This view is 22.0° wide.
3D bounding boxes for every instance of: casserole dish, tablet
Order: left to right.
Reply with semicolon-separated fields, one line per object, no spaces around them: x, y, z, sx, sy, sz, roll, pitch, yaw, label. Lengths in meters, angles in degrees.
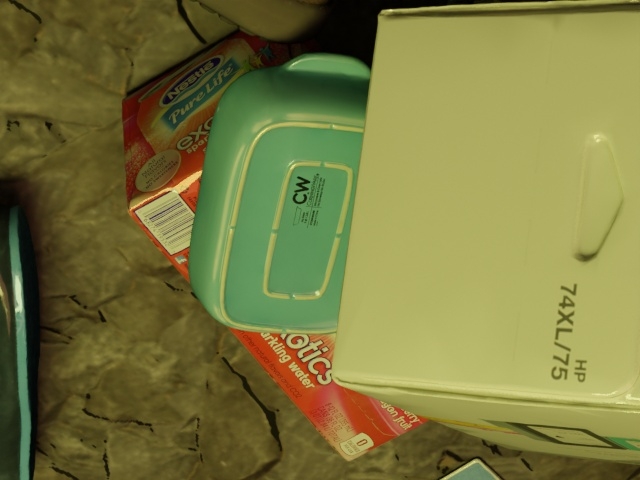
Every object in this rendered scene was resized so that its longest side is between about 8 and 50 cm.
-0.010;-0.014;0.907;0.114;0.037;0.188;4;125;-13;casserole dish
0.102;0.201;1.273;0.083;0.006;0.054;-34;125;18;tablet

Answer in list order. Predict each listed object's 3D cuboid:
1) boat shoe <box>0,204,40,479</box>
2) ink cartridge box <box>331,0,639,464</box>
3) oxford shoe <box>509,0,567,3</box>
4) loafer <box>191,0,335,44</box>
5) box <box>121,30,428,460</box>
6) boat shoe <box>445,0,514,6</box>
-0.230;0.088;1.076;0.089;0.109;0.258;4;126;-6;boat shoe
0.157;0.009;0.880;0.197;0.198;0.270;2;167;26;ink cartridge box
0.039;-0.164;0.810;0.212;0.076;0.076;2;113;-12;oxford shoe
-0.112;-0.237;0.826;0.366;0.134;0.130;25;117;-36;loafer
0.000;0.000;1.021;0.128;0.123;0.257;-29;126;14;box
0.130;-0.213;0.874;0.103;0.118;0.320;4;140;-3;boat shoe
